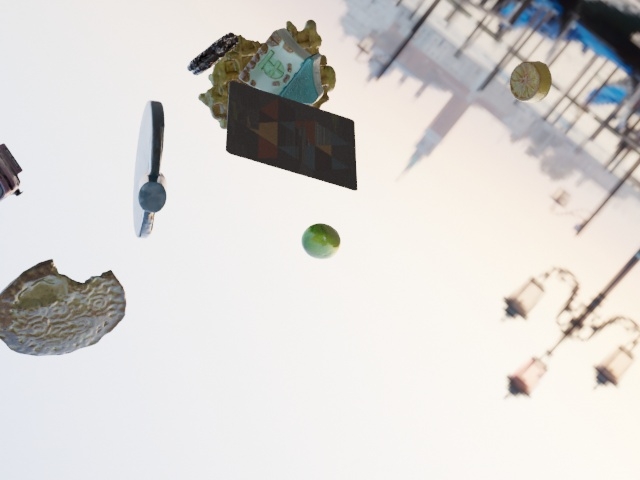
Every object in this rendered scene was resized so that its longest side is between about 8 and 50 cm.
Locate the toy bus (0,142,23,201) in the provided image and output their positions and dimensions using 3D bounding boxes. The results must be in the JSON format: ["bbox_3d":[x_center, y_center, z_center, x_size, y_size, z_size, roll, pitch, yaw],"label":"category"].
[{"bbox_3d":[-0.511,-0.061,1.338,0.096,0.199,0.108,58,-164,-11],"label":"toy bus"}]

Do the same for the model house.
[{"bbox_3d":[-0.061,-0.322,1.883,0.149,0.127,0.100,39,-161,-5],"label":"model house"}]

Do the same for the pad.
[{"bbox_3d":[-0.040,-0.156,1.438,0.212,0.003,0.142,14,-127,-22],"label":"pad"}]

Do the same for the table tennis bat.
[{"bbox_3d":[-0.261,-0.100,1.466,0.044,0.215,0.329,7,-167,-15],"label":"table tennis bat"}]

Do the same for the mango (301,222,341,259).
[{"bbox_3d":[0.000,0.000,1.842,0.108,0.073,0.056,62,-174,-60],"label":"mango"}]

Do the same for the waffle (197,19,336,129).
[{"bbox_3d":[-0.106,-0.330,2.056,0.058,0.301,0.281,31,154,54],"label":"waffle"}]

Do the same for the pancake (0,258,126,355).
[{"bbox_3d":[-0.453,0.123,1.689,0.235,0.212,0.029,20,-156,-40],"label":"pancake"}]

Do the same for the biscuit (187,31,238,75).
[{"bbox_3d":[-0.167,-0.290,1.505,0.027,0.089,0.087,52,-149,-16],"label":"biscuit"}]

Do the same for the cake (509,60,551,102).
[{"bbox_3d":[0.412,-0.310,1.894,0.044,0.084,0.084,-7,-138,-38],"label":"cake"}]
